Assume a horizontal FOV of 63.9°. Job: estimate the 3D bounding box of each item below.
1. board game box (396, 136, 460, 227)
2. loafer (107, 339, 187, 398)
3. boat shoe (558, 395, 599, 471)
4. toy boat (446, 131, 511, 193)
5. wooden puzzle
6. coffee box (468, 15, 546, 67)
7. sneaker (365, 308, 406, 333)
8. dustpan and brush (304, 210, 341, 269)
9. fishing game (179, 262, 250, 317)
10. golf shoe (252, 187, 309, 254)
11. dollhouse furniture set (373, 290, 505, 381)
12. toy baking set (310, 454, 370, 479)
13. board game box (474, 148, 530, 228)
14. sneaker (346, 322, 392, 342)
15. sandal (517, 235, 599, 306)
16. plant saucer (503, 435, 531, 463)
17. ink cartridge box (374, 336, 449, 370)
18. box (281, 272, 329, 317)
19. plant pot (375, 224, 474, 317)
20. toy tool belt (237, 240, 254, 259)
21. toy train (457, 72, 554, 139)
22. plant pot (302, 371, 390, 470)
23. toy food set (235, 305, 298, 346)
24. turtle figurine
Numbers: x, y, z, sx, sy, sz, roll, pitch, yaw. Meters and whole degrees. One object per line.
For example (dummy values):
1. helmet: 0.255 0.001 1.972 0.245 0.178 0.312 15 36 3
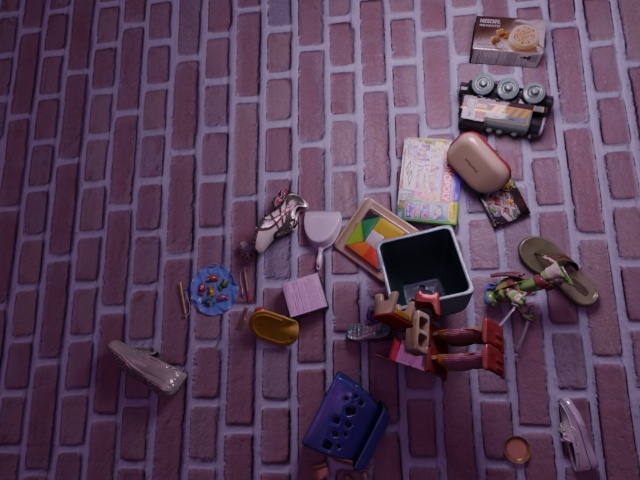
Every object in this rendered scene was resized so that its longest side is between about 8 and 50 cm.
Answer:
1. board game box: 0.393 -0.212 1.849 0.214 0.046 0.317 5 78 11
2. loafer: -0.623 0.443 1.835 0.319 0.112 0.111 29 48 14
3. boat shoe: 0.779 0.602 1.586 0.076 0.083 0.226 -20 76 3
4. toy boat: 0.560 -0.277 1.773 0.231 0.151 0.151 50 51 5
5. wooden puzzle: 0.197 -0.003 1.810 0.239 0.044 0.221 35 97 13
6. coffee box: 0.686 -0.733 1.893 0.247 0.098 0.141 9 79 10
7. sneaker: 0.237 0.275 1.749 0.170 0.071 0.068 9 79 10
8. dustpan and brush: 0.000 0.000 1.857 0.147 0.060 0.211 1 67 24
9. fishing game: -0.392 0.179 1.884 0.264 0.041 0.189 -10 79 6
10. golf shoe: -0.151 -0.058 1.855 0.120 0.105 0.272 27 76 11
11. dollhouse furniture set: 0.335 0.270 1.430 0.201 0.374 0.152 -17 53 42
12. toy baking set: 0.085 0.803 1.678 0.256 0.030 0.196 8 82 11
13. board game box: 0.620 -0.183 1.817 0.136 0.030 0.259 -23 75 5
14. sneaker: 0.169 0.325 1.753 0.167 0.076 0.065 -6 50 31
15. sandal: 0.796 0.091 1.697 0.303 0.086 0.120 42 86 15
16. plant saucer: 0.624 0.664 1.631 0.083 0.015 0.083 -2 77 9
17. ink cartridge box: 0.300 0.375 1.684 0.231 0.134 0.078 17 81 11
18. box: -0.053 0.197 1.810 0.137 0.072 0.126 -17 76 4
19. plant pot: 0.336 0.141 1.658 0.248 0.252 0.247 -14 56 6
20. toy tool belt: -0.270 0.043 1.895 0.083 0.052 0.051 35 115 17
21. toy train: 0.647 -0.472 1.830 0.334 0.142 0.190 13 92 9
22. plant pot: 0.092 0.573 1.626 0.212 0.236 0.236 28 82 8
23. toy food set: -0.176 0.286 1.801 0.218 0.071 0.128 19 118 3
24. turtle figurine: 0.669 0.198 1.623 0.266 0.274 0.198 -34 116 26
